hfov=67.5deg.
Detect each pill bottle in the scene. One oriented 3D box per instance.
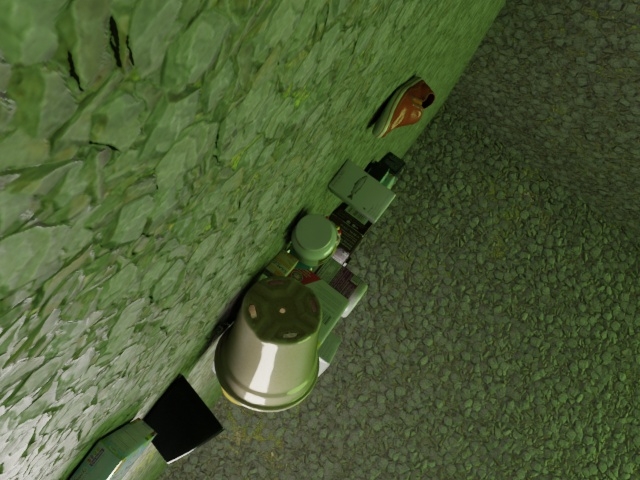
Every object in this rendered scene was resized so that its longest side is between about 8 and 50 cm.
[{"bbox_3d":[0.023,0.155,1.906,0.169,0.301,0.169,-53,175,-7],"label":"pill bottle"},{"bbox_3d":[-0.019,-0.003,1.396,0.131,0.131,0.229,-52,175,-9],"label":"pill bottle"}]

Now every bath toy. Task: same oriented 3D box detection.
[{"bbox_3d":[0.000,0.000,1.705,0.348,0.151,0.129,-41,132,-69],"label":"bath toy"}]

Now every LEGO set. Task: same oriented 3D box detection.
[{"bbox_3d":[-0.289,0.249,1.325,0.083,0.023,0.054,-23,151,-53],"label":"LEGO set"}]

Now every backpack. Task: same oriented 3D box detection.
[{"bbox_3d":[0.235,-0.238,2.095,0.166,0.144,0.188,-58,179,-13],"label":"backpack"}]

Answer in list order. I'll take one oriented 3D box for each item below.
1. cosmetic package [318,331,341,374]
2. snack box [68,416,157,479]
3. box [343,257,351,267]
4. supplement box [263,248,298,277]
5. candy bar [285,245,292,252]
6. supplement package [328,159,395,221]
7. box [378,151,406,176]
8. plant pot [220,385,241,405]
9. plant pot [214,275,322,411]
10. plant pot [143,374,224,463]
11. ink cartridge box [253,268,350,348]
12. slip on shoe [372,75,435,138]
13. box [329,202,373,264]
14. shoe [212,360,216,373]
[{"bbox_3d":[-0.115,0.459,2.282,0.156,0.385,0.217,-54,177,29],"label":"cosmetic package"},{"bbox_3d":[-0.472,0.501,1.055,0.175,0.070,0.207,-52,176,-6],"label":"snack box"},{"bbox_3d":[0.036,0.102,2.370,0.147,0.180,0.077,-55,176,28],"label":"box"},{"bbox_3d":[-0.119,0.079,1.444,0.098,0.062,0.036,-50,175,-40],"label":"supplement box"},{"bbox_3d":[-0.131,0.074,1.558,0.040,0.018,0.161,-48,172,-47],"label":"candy bar"},{"bbox_3d":[0.125,-0.146,1.458,0.105,0.179,0.105,-53,175,1],"label":"supplement package"},{"bbox_3d":[0.330,-0.341,2.447,0.153,0.108,0.207,-56,175,37],"label":"box"},{"bbox_3d":[-0.300,0.532,2.032,0.254,0.253,0.239,-49,157,-41],"label":"plant pot"},{"bbox_3d":[-0.133,0.279,1.396,0.334,0.333,0.306,-49,165,-40],"label":"plant pot"},{"bbox_3d":[-0.391,0.514,1.344,0.167,0.187,0.188,-38,170,-23],"label":"plant pot"},{"bbox_3d":[-0.122,0.298,1.705,0.385,0.279,0.160,-50,176,-31],"label":"ink cartridge box"},{"bbox_3d":[0.255,-0.392,1.432,0.331,0.101,0.123,-47,174,-42],"label":"slip on shoe"},{"bbox_3d":[0.100,-0.029,2.117,0.203,0.168,0.167,-57,175,33],"label":"box"},{"bbox_3d":[-0.334,0.419,1.796,0.178,0.063,0.081,-58,170,3],"label":"shoe"}]
